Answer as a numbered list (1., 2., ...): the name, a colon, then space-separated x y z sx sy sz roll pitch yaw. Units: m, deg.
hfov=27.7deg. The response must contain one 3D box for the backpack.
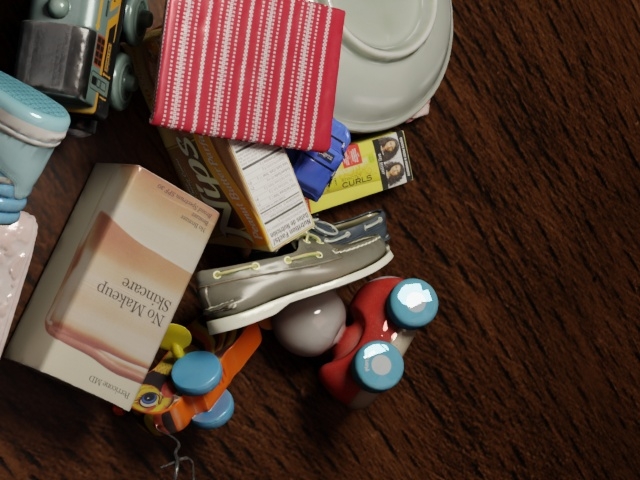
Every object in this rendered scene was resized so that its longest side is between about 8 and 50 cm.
1. backpack: -0.011 -0.125 1.850 0.098 0.101 0.120 30 89 -33

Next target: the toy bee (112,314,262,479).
1. toy bee: -0.206 0.199 1.797 0.298 0.162 0.195 -46 139 -58

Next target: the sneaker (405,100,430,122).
1. sneaker: 0.122 -0.222 2.040 0.134 0.051 0.070 2 87 -39

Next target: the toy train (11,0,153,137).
1. toy train: -0.297 -0.301 1.647 0.142 0.190 0.334 9 87 9

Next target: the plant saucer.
1. plant saucer: 0.063 -0.363 1.923 0.400 0.100 0.400 6 80 -34

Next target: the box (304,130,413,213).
1. box: 0.029 -0.102 1.979 0.232 0.058 0.087 -18 102 -31

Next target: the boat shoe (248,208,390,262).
1. boat shoe: 0.000 0.000 1.945 0.254 0.095 0.079 -8 98 -31

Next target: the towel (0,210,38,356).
1. towel: -0.532 0.083 1.575 0.331 0.053 0.317 16 86 -36

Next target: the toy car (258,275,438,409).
1. toy car: 0.020 0.113 1.939 0.238 0.219 0.210 32 74 -3

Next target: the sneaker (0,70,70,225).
1. sneaker: -0.465 -0.126 1.542 0.127 0.319 0.208 -9 126 -65

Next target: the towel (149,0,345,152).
1. towel: -0.089 -0.226 1.684 0.275 0.031 0.199 6 91 -35

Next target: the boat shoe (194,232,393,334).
1. boat shoe: -0.033 0.040 1.812 0.305 0.109 0.091 -21 91 -29

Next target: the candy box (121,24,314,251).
1. candy box: -0.141 -0.145 1.783 0.087 0.183 0.316 -32 111 -28

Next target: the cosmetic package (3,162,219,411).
1. cosmetic package: -0.277 0.059 1.737 0.153 0.129 0.296 30 77 -34
